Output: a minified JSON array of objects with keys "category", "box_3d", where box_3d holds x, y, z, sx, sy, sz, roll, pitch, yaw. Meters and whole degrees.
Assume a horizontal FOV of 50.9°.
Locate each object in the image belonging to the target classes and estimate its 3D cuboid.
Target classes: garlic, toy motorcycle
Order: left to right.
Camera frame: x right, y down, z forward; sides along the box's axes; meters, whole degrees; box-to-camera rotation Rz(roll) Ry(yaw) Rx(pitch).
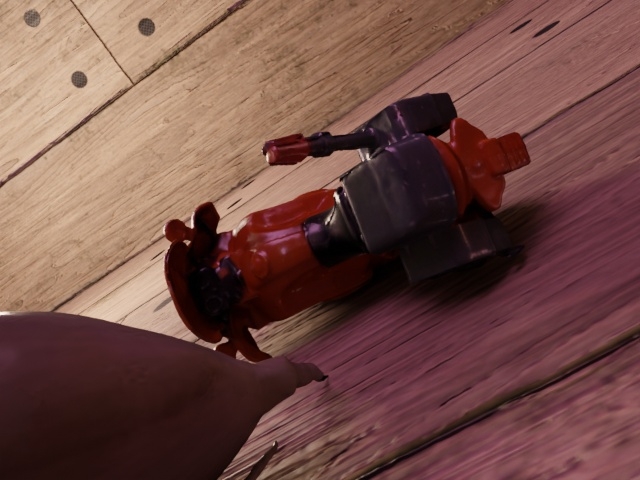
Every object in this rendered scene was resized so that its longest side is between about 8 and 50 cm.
[{"category":"garlic","box_3d":[-0.157,0.170,0.345,0.340,0.231,0.246,-19,-30,4]},{"category":"toy motorcycle","box_3d":[0.000,0.000,0.541,0.221,0.148,0.326,-17,-8,-41]}]
